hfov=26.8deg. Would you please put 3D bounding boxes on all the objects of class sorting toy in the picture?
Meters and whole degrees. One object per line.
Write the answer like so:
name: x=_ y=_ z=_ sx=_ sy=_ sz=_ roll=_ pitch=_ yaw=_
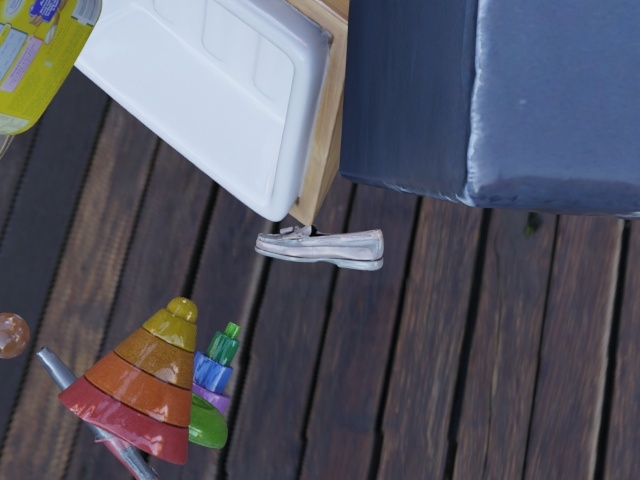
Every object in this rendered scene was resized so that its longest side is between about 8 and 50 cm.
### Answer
sorting toy: x=-0.124 y=0.113 z=1.244 sx=0.127 sy=0.365 sz=0.126 roll=27 pitch=90 yaw=8

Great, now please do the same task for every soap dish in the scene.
soap dish: x=-0.083 y=-0.175 z=1.038 sx=0.291 sy=0.229 sz=0.118 roll=39 pitch=59 yaw=17

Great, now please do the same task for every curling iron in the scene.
curling iron: x=-0.252 y=0.234 z=1.597 sx=0.035 sy=0.068 sz=0.274 roll=-46 pitch=114 yaw=-24

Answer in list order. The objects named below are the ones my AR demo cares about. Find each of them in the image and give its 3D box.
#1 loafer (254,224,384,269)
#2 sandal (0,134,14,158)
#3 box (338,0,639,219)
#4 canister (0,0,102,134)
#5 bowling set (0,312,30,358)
loafer: x=0.000 y=0.000 z=1.286 sx=0.125 sy=0.045 sz=0.039 roll=8 pitch=106 yaw=9
sandal: x=-0.350 y=-0.151 z=1.520 sx=0.072 sy=0.049 sz=0.180 roll=22 pitch=67 yaw=10
box: x=0.265 y=-0.153 z=0.641 sx=0.471 sy=0.480 sz=0.297 roll=4 pitch=93 yaw=-3
canister: x=-0.196 y=-0.122 z=0.753 sx=0.073 sy=0.170 sz=0.126 roll=33 pitch=95 yaw=9
bowling set: x=-0.443 y=0.129 z=1.585 sx=0.200 sy=0.154 sz=0.287 roll=-7 pitch=106 yaw=-12
